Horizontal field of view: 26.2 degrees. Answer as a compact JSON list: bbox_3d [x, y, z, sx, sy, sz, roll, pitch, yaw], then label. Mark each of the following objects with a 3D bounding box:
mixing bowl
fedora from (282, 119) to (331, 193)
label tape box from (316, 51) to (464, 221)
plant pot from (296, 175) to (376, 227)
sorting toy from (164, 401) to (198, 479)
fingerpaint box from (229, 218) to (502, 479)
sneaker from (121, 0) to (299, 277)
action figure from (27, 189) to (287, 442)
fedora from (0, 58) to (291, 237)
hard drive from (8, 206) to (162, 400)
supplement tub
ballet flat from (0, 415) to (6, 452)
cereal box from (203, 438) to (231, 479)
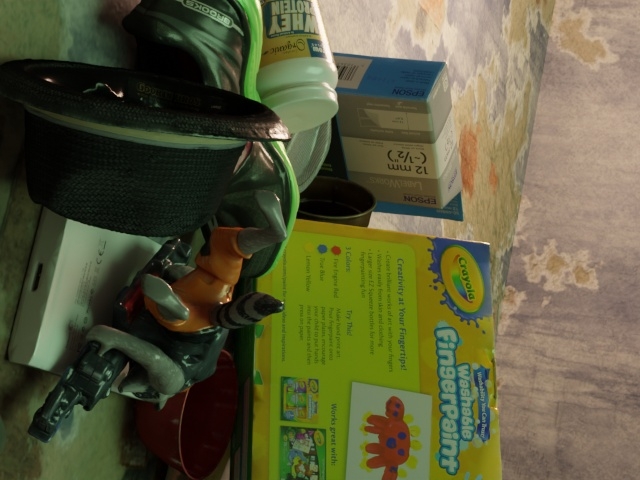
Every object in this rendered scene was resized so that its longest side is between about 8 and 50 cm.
[{"bbox_3d":[-0.194,0.233,1.896,0.181,0.098,0.182,7,90,-69],"label":"mixing bowl"},{"bbox_3d":[-0.059,-0.172,2.071,0.244,0.124,0.275,71,34,-51],"label":"fedora"},{"bbox_3d":[0.098,-0.143,2.314,0.115,0.249,0.348,-63,152,-42],"label":"label tape box"},{"bbox_3d":[0.000,0.000,2.261,0.167,0.167,0.165,-45,146,-58],"label":"plant pot"},{"bbox_3d":[-0.191,0.352,2.045,0.193,0.038,0.208,45,60,-64],"label":"sorting toy"},{"bbox_3d":[0.063,0.212,2.018,0.163,0.371,0.445,121,-28,-60],"label":"fingerpaint box"},{"bbox_3d":[-0.163,-0.138,1.803,0.202,0.185,0.483,-42,136,-33],"label":"sneaker"},{"bbox_3d":[-0.178,0.122,1.616,0.341,0.178,0.330,-55,179,-35],"label":"action figure"},{"bbox_3d":[-0.201,-0.092,1.488,0.334,0.334,0.153,-20,124,-67],"label":"fedora"},{"bbox_3d":[-0.273,0.079,1.717,0.307,0.040,0.203,37,63,-67],"label":"hard drive"},{"bbox_3d":[-0.057,-0.263,1.931,0.144,0.144,0.200,30,43,-68],"label":"supplement tub"},{"bbox_3d":[-0.380,0.118,1.442,0.084,0.058,0.250,-19,115,-27],"label":"ballet flat"},{"bbox_3d":[-0.140,0.414,2.085,0.240,0.047,0.173,62,44,-59],"label":"cereal box"}]
